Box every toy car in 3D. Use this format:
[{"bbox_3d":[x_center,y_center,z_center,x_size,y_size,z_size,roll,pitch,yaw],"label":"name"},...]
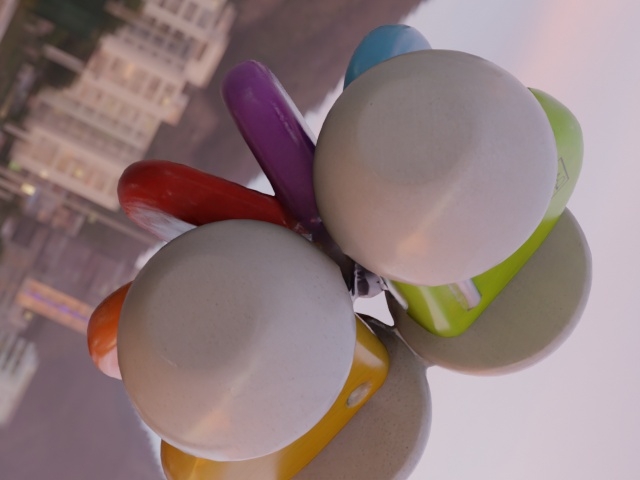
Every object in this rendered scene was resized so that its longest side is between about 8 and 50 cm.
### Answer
[{"bbox_3d":[0.000,0.000,0.569,0.182,0.136,0.159,-41,154,-1],"label":"toy car"}]
